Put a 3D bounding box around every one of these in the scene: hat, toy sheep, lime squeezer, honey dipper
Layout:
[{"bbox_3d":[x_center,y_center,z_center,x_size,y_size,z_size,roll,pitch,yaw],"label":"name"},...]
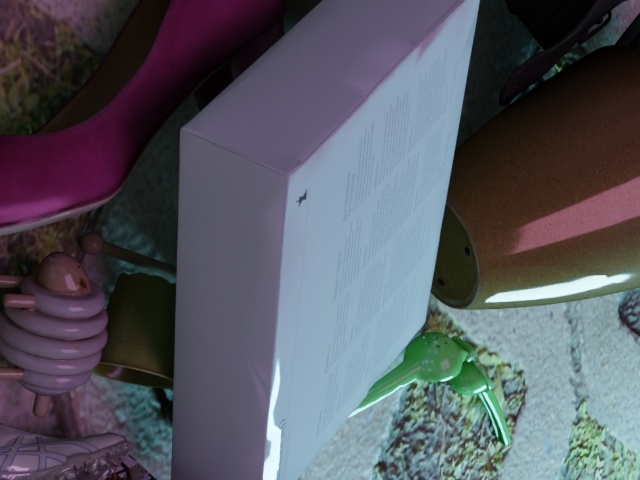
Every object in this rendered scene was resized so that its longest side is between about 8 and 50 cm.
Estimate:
[{"bbox_3d":[0.257,-0.279,1.583,0.134,0.331,0.331,49,55,4],"label":"hat"},{"bbox_3d":[-0.201,0.070,1.251,0.091,0.091,0.132,-10,123,-46],"label":"toy sheep"},{"bbox_3d":[0.124,0.147,1.655,0.310,0.059,0.110,13,92,-50],"label":"lime squeezer"},{"bbox_3d":[-0.130,0.020,1.356,0.161,0.030,0.030,24,84,-45],"label":"honey dipper"}]

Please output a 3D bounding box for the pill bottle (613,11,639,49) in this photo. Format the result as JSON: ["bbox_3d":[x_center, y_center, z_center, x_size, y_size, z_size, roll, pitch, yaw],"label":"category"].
[{"bbox_3d":[0.382,-0.176,1.647,0.169,0.169,0.301,-44,173,-31],"label":"pill bottle"}]

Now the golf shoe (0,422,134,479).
[{"bbox_3d":[-0.222,0.158,1.252,0.176,0.086,0.069,-12,151,-42],"label":"golf shoe"}]

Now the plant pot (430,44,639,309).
[{"bbox_3d":[0.212,-0.036,1.594,0.254,0.237,0.237,-22,118,-27],"label":"plant pot"}]

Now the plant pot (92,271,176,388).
[{"bbox_3d":[-0.141,0.069,1.327,0.083,0.083,0.079,29,68,-48],"label":"plant pot"}]

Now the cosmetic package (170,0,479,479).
[{"bbox_3d":[0.000,0.000,1.318,0.284,0.097,0.377,-50,156,-42],"label":"cosmetic package"}]

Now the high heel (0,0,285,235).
[{"bbox_3d":[-0.174,-0.121,1.221,0.377,0.127,0.181,-27,104,-42],"label":"high heel"}]

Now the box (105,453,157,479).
[{"bbox_3d":[-0.192,0.263,1.258,0.233,0.159,0.044,-33,150,-38],"label":"box"}]

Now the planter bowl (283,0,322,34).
[{"bbox_3d":[0.025,-0.231,1.389,0.162,0.109,0.162,-18,115,-44],"label":"planter bowl"}]
